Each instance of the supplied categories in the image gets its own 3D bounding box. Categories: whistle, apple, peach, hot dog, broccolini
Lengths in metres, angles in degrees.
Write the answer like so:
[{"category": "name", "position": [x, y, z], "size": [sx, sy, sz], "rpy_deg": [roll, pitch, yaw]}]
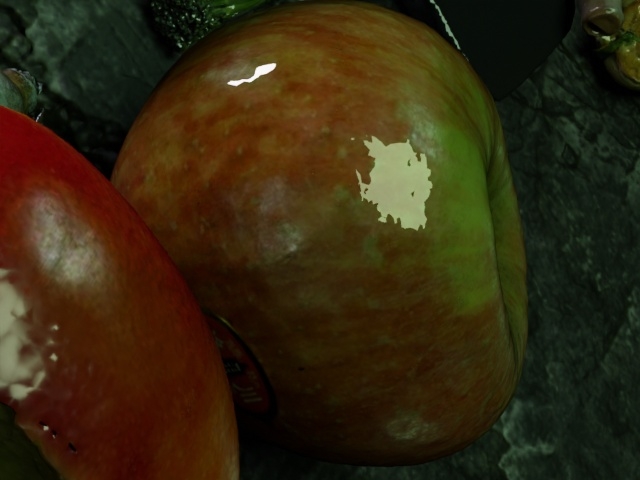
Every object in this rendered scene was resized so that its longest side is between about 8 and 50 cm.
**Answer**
[{"category": "whistle", "position": [0.253, -0.280, 1.292], "size": [0.107, 0.057, 0.220], "rpy_deg": [33, 44, -36]}, {"category": "apple", "position": [0.000, 0.000, 0.907], "size": [0.277, 0.250, 0.309], "rpy_deg": [-46, 125, -71]}, {"category": "peach", "position": [-0.160, 0.057, 0.746], "size": [0.362, 0.258, 0.201], "rpy_deg": [40, 53, -16]}, {"category": "hot dog", "position": [0.352, -0.190, 1.360], "size": [0.250, 0.076, 0.104], "rpy_deg": [-2, 96, -35]}, {"category": "broccolini", "position": [-0.044, -0.203, 1.061], "size": [0.216, 0.058, 0.067], "rpy_deg": [-32, 129, -42]}]

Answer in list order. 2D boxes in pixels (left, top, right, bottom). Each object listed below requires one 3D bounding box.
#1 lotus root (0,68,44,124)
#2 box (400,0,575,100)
[{"category": "lotus root", "position": [-0.234, -0.077, 0.852], "size": [0.165, 0.088, 0.088], "rpy_deg": [-9, 81, -50]}, {"category": "box", "position": [0.138, -0.244, 1.223], "size": [0.201, 0.042, 0.212], "rpy_deg": [-44, 105, -39]}]
